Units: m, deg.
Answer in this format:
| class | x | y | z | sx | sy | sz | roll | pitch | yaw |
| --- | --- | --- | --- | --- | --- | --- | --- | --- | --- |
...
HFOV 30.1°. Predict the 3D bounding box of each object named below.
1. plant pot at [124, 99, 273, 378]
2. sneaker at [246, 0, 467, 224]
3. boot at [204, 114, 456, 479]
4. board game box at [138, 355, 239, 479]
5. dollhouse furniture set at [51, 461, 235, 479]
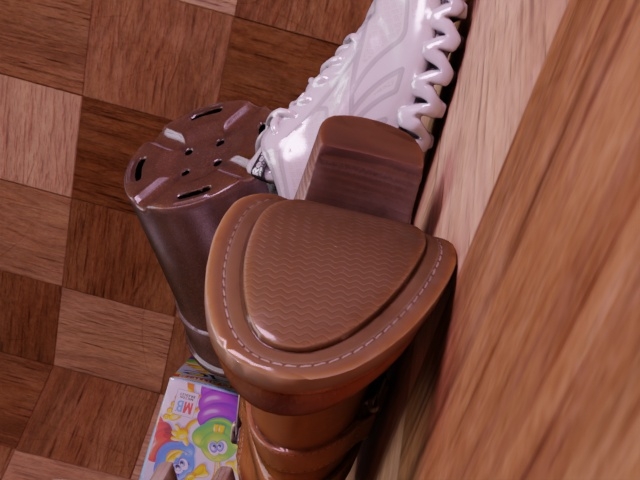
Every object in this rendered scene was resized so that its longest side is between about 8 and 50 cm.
| class | x | y | z | sx | sy | sz | roll | pitch | yaw |
| --- | --- | --- | --- | --- | --- | --- | --- | --- | --- |
| plant pot | -0.062 | -0.007 | 0.920 | 0.167 | 0.167 | 0.165 | -76 | -30 | -45 |
| sneaker | 0.020 | -0.079 | 0.798 | 0.110 | 0.118 | 0.292 | -66 | -7 | -88 |
| boot | -0.013 | 0.075 | 0.615 | 0.283 | 0.109 | 0.220 | -83 | 7 | -67 |
| board game box | -0.076 | 0.195 | 1.074 | 0.275 | 0.144 | 0.142 | 160 | 126 | -88 |
| dollhouse furniture set | -0.158 | 0.265 | 0.711 | 0.161 | 0.212 | 0.242 | -63 | -31 | -55 |
